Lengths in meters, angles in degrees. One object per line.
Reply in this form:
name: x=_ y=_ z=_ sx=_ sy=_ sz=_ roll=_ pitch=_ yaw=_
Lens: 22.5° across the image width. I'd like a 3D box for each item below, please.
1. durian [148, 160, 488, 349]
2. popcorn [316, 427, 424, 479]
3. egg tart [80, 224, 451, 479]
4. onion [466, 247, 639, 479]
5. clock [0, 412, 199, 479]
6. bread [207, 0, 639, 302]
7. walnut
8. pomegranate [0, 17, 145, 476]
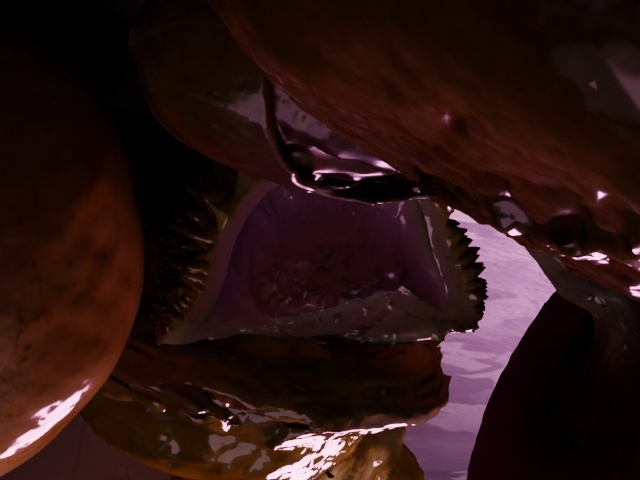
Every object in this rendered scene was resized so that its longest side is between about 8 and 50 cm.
durian: x=-0.002 y=0.000 z=0.902 sx=0.182 sy=0.132 sz=0.165 roll=-9 pitch=172 yaw=5
popcorn: x=-0.033 y=0.180 z=1.334 sx=0.252 sy=0.215 sz=0.286 roll=24 pitch=170 yaw=13
egg tart: x=-0.059 y=0.077 z=0.998 sx=0.294 sy=0.116 sz=0.295 roll=18 pitch=-167 yaw=-4
onion: x=0.214 y=0.122 z=0.877 sx=0.345 sy=0.358 sz=0.358 roll=16 pitch=160 yaw=-10
clock: x=-0.217 y=0.151 z=1.081 sx=0.338 sy=0.339 sz=0.102 roll=14 pitch=156 yaw=-27
bread: x=0.117 y=-0.066 z=0.494 sx=0.312 sy=0.172 sz=0.312 roll=25 pitch=180 yaw=0
walnut: x=0.016 y=-0.071 z=0.717 sx=0.207 sy=0.116 sz=0.116 roll=13 pitch=160 yaw=-23
pomegranate: x=-0.199 y=0.007 z=0.783 sx=0.248 sy=0.248 sz=0.248 roll=4 pitch=162 yaw=1
